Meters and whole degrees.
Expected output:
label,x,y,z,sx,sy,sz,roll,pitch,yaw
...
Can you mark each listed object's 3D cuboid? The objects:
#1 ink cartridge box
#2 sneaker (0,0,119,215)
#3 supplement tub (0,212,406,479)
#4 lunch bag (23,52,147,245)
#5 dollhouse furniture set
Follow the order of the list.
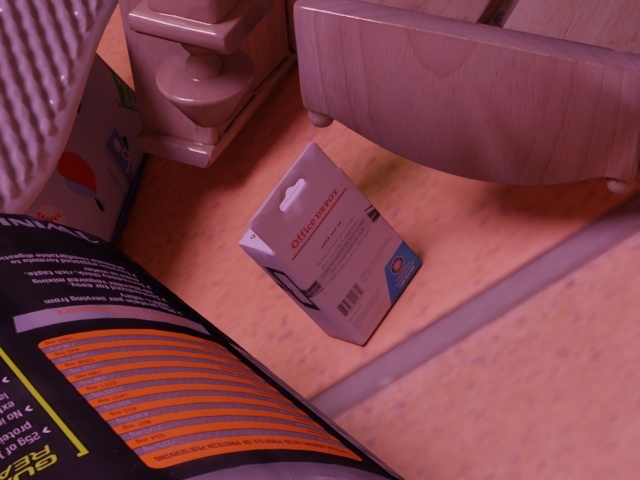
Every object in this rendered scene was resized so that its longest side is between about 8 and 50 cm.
label,x,y,z,sx,sy,sz,roll,pitch,yaw
ink cartridge box,0.000,0.000,0.575,0.028,0.083,0.048,14,62,52
sneaker,-0.200,-0.080,0.674,0.150,0.135,0.366,-23,30,45
supplement tub,-0.067,0.121,0.409,0.193,0.193,0.316,-48,33,-7
lunch bag,-0.251,-0.005,0.820,0.303,0.115,0.243,-22,36,26
dollhouse furniture set,0.088,-0.112,0.654,0.355,0.174,0.303,16,46,20
